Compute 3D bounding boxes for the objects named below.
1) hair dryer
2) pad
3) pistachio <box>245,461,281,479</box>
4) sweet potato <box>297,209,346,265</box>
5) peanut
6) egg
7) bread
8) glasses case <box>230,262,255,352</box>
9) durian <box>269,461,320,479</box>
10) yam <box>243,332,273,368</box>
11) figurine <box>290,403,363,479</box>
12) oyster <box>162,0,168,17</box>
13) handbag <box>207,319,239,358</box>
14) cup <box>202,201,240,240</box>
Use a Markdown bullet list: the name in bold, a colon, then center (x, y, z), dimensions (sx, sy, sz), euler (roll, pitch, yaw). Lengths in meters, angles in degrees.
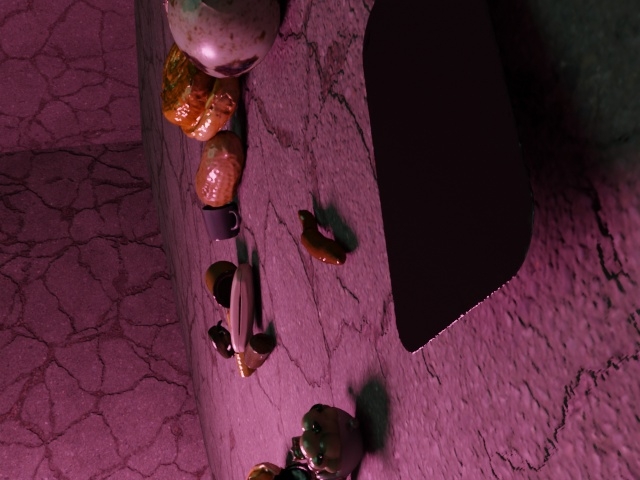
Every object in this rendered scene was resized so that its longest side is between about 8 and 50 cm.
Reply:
- **hair dryer**: center (-0.206, 0.190, 1.578), dimensions (0.135, 0.090, 0.278), euler (-155, 52, -68)
- **pad**: center (0.120, -0.123, 0.533), dimensions (0.315, 0.063, 0.375), euler (118, 150, -62)
- **pistachio**: center (-0.110, 0.558, 1.401), dimensions (0.145, 0.117, 0.200), euler (26, 124, 22)
- **sweet potato**: center (-0.004, 0.001, 0.930), dimensions (0.179, 0.044, 0.044), euler (-134, 40, -61)
- **peanut**: center (-0.218, -0.155, 1.421), dimensions (0.226, 0.095, 0.108), euler (120, 149, -59)
- **egg**: center (-0.147, -0.338, 1.009), dimensions (0.231, 0.169, 0.169), euler (117, 142, -71)
- **bread**: center (-0.241, -0.323, 1.329), dimensions (0.198, 0.120, 0.236), euler (-41, 48, 45)
- **glasses case**: center (-0.172, 0.150, 1.459), dimensions (0.081, 0.051, 0.204), euler (-86, 0, -74)
- **durian**: center (-0.014, 0.463, 1.126), dimensions (0.108, 0.119, 0.186), euler (48, -174, -19)
- **yam**: center (-0.135, 0.237, 1.415), dimensions (0.132, 0.054, 0.054), euler (117, 141, -62)
- **figurine**: center (0.009, 0.306, 0.944), dimensions (0.197, 0.094, 0.147), euler (100, 165, -46)
- **oyster**: center (-0.301, -0.558, 1.478), dimensions (0.166, 0.110, 0.341), euler (-113, 20, -52)
- **handbag**: center (-0.222, 0.232, 1.502), dimensions (0.072, 0.047, 0.111), euler (53, 168, 44)
- **cup**: center (-0.224, -0.045, 1.543), dimensions (0.100, 0.078, 0.077), euler (6, 112, 40)
